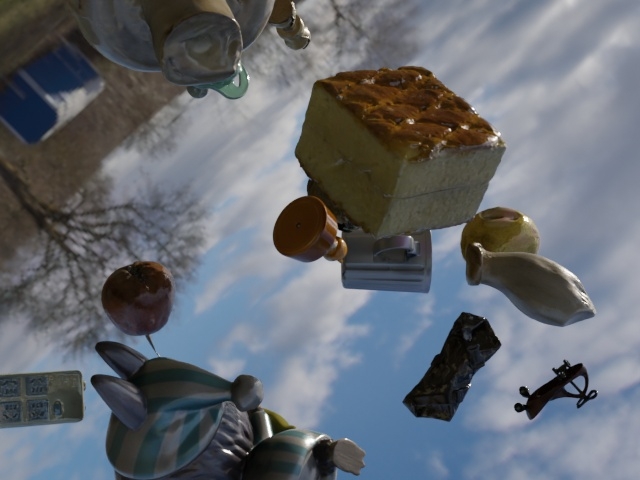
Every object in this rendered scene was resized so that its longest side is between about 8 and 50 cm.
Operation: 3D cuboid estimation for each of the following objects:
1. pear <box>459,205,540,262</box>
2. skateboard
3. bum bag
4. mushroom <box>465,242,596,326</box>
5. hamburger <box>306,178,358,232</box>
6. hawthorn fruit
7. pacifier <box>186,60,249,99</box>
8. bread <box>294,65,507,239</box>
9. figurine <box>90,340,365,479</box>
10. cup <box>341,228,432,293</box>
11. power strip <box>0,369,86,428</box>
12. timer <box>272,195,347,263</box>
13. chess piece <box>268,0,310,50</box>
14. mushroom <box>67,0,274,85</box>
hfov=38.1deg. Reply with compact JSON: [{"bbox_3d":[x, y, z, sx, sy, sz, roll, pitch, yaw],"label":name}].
[{"bbox_3d":[0.389,0.007,2.034,0.178,0.178,0.178,-40,-166,12],"label":"pear"},{"bbox_3d":[0.427,0.277,1.670,0.151,0.080,0.067,-42,-177,32],"label":"skateboard"},{"bbox_3d":[0.272,0.264,1.890,0.248,0.102,0.069,-57,179,7],"label":"bum bag"},{"bbox_3d":[0.312,0.068,1.397,0.088,0.213,0.097,105,11,-52],"label":"mushroom"},{"bbox_3d":[0.057,-0.110,2.000,0.206,0.130,0.183,25,-80,57],"label":"hamburger"},{"bbox_3d":[-0.362,0.127,1.818,0.149,0.149,0.189,-77,-173,-66],"label":"hawthorn fruit"},{"bbox_3d":[-0.208,-0.307,1.700,0.117,0.150,0.126,-35,-124,47],"label":"pacifier"},{"bbox_3d":[0.142,-0.167,1.694,0.279,0.279,0.207,-9,136,-35],"label":"bread"},{"bbox_3d":[-0.192,0.308,1.373,0.361,0.378,0.266,-7,-121,38],"label":"figurine"},{"bbox_3d":[0.149,0.020,2.096,0.221,0.202,0.166,90,0,-48],"label":"cup"},{"bbox_3d":[-0.449,0.242,1.403,0.035,0.192,0.081,150,-63,-61],"label":"power strip"},{"bbox_3d":[0.000,0.000,1.860,0.132,0.152,0.132,-20,-126,31],"label":"timer"},{"bbox_3d":[-0.053,-0.371,1.599,0.060,0.060,0.172,-42,166,5],"label":"chess piece"},{"bbox_3d":[-0.178,-0.332,1.203,0.292,0.292,0.290,-41,-140,7],"label":"mushroom"}]
